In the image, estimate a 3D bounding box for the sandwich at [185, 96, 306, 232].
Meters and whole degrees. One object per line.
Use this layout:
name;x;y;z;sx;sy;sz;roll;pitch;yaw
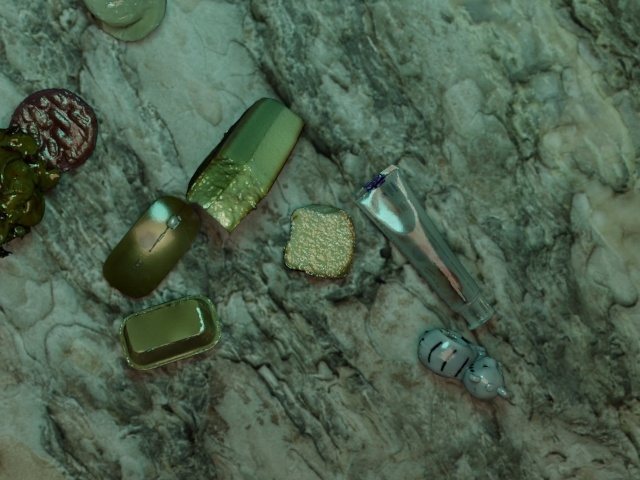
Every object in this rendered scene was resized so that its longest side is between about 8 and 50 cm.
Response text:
sandwich;-0.121;-0.134;1.787;0.108;0.186;0.220;39;96;-13

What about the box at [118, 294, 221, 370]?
box;-0.267;0.160;1.885;0.177;0.111;0.111;-17;102;-4

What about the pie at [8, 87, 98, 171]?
pie;-0.456;-0.187;1.829;0.155;0.036;0.154;-1;102;-3

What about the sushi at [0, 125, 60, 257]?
sushi;-0.563;-0.075;1.765;0.204;0.213;0.200;-25;123;27

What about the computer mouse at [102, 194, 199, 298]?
computer mouse;-0.297;0.013;1.876;0.102;0.045;0.199;40;97;-13

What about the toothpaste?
toothpaste;0.189;0.018;1.902;0.100;0.066;0.323;-37;97;9

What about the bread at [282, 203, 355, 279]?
bread;0.000;0.000;1.895;0.126;0.044;0.129;10;104;2

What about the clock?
clock;0.255;0.223;1.917;0.176;0.117;0.080;29;98;-8

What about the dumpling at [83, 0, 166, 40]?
dumpling;-0.320;-0.419;1.761;0.150;0.092;0.176;19;101;-4
